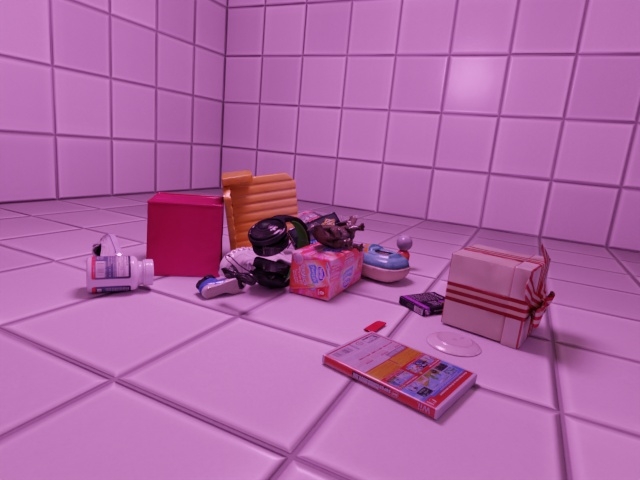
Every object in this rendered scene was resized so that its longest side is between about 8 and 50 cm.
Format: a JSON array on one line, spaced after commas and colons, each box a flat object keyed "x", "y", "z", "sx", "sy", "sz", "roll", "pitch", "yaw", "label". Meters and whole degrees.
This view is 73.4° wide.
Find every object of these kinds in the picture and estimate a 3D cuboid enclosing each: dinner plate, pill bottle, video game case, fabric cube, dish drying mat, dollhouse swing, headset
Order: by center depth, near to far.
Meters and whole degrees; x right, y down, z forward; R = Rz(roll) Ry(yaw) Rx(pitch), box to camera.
[{"x": 0.174, "y": 0.286, "z": 0.962, "sx": 0.285, "sy": 0.025, "sz": 0.204, "roll": 15, "pitch": 15, "yaw": 38, "label": "video game case"}, {"x": 0.354, "y": 0.269, "z": 1.141, "sx": 0.141, "sy": 0.017, "sz": 0.141, "roll": 7, "pitch": 12, "yaw": -1, "label": "dinner plate"}, {"x": 0.153, "y": 0.241, "z": 1.199, "sx": 0.032, "sy": 0.008, "sz": 0.083, "roll": 12, "pitch": 15, "yaw": 32, "label": "dish drying mat"}, {"x": -0.601, "y": 0.099, "z": 1.293, "sx": 0.180, "sy": 0.108, "sz": 0.108, "roll": 0, "pitch": 13, "yaw": -26, "label": "pill bottle"}, {"x": -0.148, "y": 0.055, "z": 1.392, "sx": 0.185, "sy": 0.244, "sz": 0.394, "roll": 13, "pitch": 20, "yaw": 35, "label": "headset"}, {"x": -0.487, "y": -0.028, "z": 1.575, "sx": 0.254, "sy": 0.258, "sz": 0.259, "roll": 2, "pitch": 12, "yaw": -12, "label": "fabric cube"}, {"x": -0.219, "y": -0.100, "z": 1.708, "sx": 0.304, "sy": 0.347, "sz": 0.315, "roll": -6, "pitch": 15, "yaw": -11, "label": "dollhouse swing"}, {"x": -0.012, "y": -0.025, "z": 1.950, "sx": 0.176, "sy": 0.177, "sz": 0.318, "roll": 1, "pitch": 13, "yaw": -19, "label": "pill bottle"}]

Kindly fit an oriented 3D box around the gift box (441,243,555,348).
[{"x": 0.525, "y": 0.135, "z": 1.246, "sx": 0.258, "sy": 0.277, "sz": 0.255, "roll": 16, "pitch": 21, "yaw": 35, "label": "gift box"}]

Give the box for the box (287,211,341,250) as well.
[{"x": 0.000, "y": 0.000, "z": 1.727, "sx": 0.220, "sy": 0.175, "sz": 0.051, "roll": -22, "pitch": -16, "yaw": -23, "label": "box"}]

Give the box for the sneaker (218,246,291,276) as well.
[{"x": -0.223, "y": 0.088, "z": 1.538, "sx": 0.292, "sy": 0.110, "sz": 0.118, "roll": -6, "pitch": 26, "yaw": -41, "label": "sneaker"}]

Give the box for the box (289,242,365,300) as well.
[{"x": 0.030, "y": 0.092, "z": 1.509, "sx": 0.154, "sy": 0.142, "sz": 0.300, "roll": 11, "pitch": 14, "yaw": 24, "label": "box"}]

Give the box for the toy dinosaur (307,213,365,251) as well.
[{"x": 0.050, "y": -0.016, "z": 1.482, "sx": 0.160, "sy": 0.121, "sz": 0.313, "roll": 2, "pitch": 11, "yaw": 43, "label": "toy dinosaur"}]

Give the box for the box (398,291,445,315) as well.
[{"x": 0.355, "y": 0.205, "z": 1.402, "sx": 0.162, "sy": 0.029, "sz": 0.116, "roll": -3, "pitch": 16, "yaw": -30, "label": "box"}]

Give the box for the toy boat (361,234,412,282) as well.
[{"x": 0.265, "y": 0.063, "z": 1.734, "sx": 0.267, "sy": 0.148, "sz": 0.318, "roll": 16, "pitch": 16, "yaw": 40, "label": "toy boat"}]

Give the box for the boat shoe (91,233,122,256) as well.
[{"x": -0.782, "y": 0.032, "z": 1.555, "sx": 0.084, "sy": 0.095, "sz": 0.258, "roll": 2, "pitch": 11, "yaw": -36, "label": "boat shoe"}]

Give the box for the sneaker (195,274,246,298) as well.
[{"x": -0.317, "y": 0.136, "z": 1.358, "sx": 0.152, "sy": 0.058, "sz": 0.084, "roll": -13, "pitch": 29, "yaw": -37, "label": "sneaker"}]
